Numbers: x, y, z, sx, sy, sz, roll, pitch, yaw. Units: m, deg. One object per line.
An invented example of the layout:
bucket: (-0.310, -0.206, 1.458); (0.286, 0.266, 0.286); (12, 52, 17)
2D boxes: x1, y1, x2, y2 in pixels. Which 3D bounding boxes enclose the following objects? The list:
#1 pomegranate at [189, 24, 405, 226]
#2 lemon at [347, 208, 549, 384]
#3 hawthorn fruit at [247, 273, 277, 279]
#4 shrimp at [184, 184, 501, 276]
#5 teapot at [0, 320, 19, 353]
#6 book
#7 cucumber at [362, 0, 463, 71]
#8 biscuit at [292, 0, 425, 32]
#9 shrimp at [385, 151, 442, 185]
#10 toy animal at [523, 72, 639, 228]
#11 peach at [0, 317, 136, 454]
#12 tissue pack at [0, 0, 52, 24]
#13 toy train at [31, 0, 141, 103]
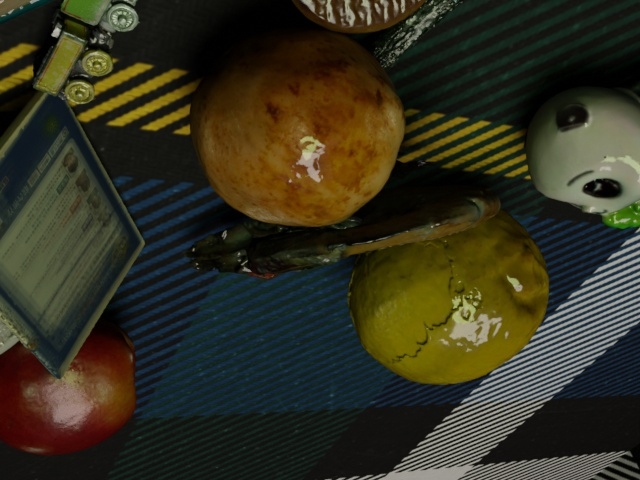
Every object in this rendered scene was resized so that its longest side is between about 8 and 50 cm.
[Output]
pomegranate: (-0.024, -0.124, 0.932); (0.248, 0.248, 0.248); (-13, 144, -10)
lemon: (0.188, 0.073, 1.251); (0.297, 0.297, 0.297); (-13, 144, -10)
hawthorn fruit: (-0.084, 0.019, 1.232); (0.077, 0.077, 0.077); (-13, 144, -10)
shrimp: (0.000, 0.000, 1.049); (0.444, 0.085, 0.272); (-10, -173, 28)
teapot: (-0.436, 0.085, 1.042); (0.298, 0.139, 0.204); (-28, 151, -41)
book: (-0.316, -0.001, 0.992); (0.018, 0.228, 0.322); (16, 149, 19)
cucumber: (0.111, -0.256, 0.979); (0.044, 0.043, 0.256); (37, 120, -27)
biscuit: (0.044, -0.310, 0.829); (0.212, 0.036, 0.212); (-11, 122, -18)
shrimp: (0.066, -0.102, 1.142); (0.232, 0.079, 0.090); (-4, 177, -26)
toy animal: (0.425, -0.123, 1.167); (0.266, 0.213, 0.213); (-17, 145, -10)
peach: (-0.382, 0.204, 1.214); (0.243, 0.200, 0.243); (-13, 153, -6)
tissue pack: (-0.347, -0.238, 0.654); (0.270, 0.192, 0.134); (-23, 146, 4)
toy train: (-0.233, -0.223, 0.846); (0.081, 0.060, 0.202); (19, 129, -31)
